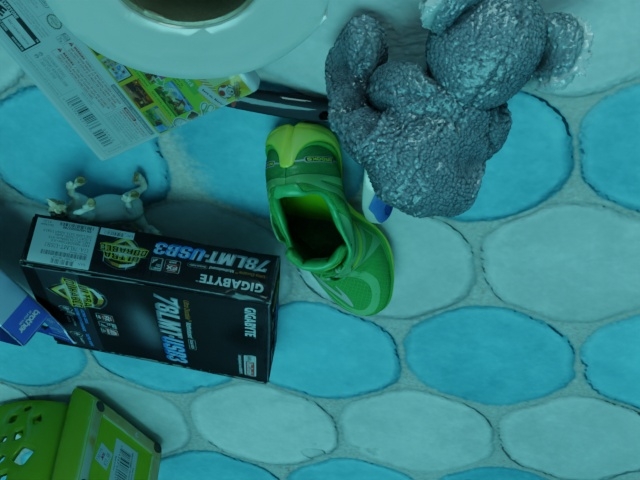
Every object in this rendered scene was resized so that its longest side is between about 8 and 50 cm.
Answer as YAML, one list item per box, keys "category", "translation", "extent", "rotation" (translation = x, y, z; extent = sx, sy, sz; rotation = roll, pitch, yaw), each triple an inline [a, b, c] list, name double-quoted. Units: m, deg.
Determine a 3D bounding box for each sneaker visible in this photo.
- category: "sneaker"
  translation: [0.092, -0.068, 1.412]
  extent: [0.084, 0.058, 0.152]
  rotation: [13, 136, 13]
- category: "sneaker"
  translation: [0.000, 0.000, 1.470]
  extent: [0.109, 0.124, 0.296]
  rotation: [-6, 139, 21]

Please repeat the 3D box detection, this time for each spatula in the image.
- category: "spatula"
  translation: [-0.122, -0.161, 1.376]
  extent: [0.296, 0.030, 0.084]
  rotation: [13, 139, -2]

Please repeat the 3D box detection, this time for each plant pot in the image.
- category: "plant pot"
  translation: [-0.371, 0.366, 1.959]
  extent: [0.207, 0.228, 0.227]
  rotation: [-23, 131, 27]

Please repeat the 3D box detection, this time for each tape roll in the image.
- category: "tape roll"
  translation: [-0.107, -0.278, 1.091]
  extent: [0.246, 0.169, 0.246]
  rotation: [0, 141, 0]

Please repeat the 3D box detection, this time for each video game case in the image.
- category: "video game case"
  translation: [-0.206, -0.200, 1.315]
  extent: [0.206, 0.026, 0.227]
  rotation: [-21, 124, 25]

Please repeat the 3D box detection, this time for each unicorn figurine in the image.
- category: "unicorn figurine"
  translation: [-0.241, -0.035, 1.545]
  extent: [0.161, 0.060, 0.111]
  rotation: [11, 151, -9]

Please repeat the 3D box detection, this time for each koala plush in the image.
- category: "koala plush"
  translation: [0.131, -0.150, 1.213]
  extent: [0.196, 0.203, 0.221]
  rotation: [27, 128, -19]

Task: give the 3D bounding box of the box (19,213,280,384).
- category: "box"
  translation: [-0.198, 0.078, 1.617]
  extent: [0.293, 0.073, 0.295]
  rotation: [12, 157, 2]

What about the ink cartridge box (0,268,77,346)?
- category: "ink cartridge box"
  translation: [-0.451, 0.037, 1.603]
  extent: [0.311, 0.065, 0.185]
  rotation: [45, 159, -26]
